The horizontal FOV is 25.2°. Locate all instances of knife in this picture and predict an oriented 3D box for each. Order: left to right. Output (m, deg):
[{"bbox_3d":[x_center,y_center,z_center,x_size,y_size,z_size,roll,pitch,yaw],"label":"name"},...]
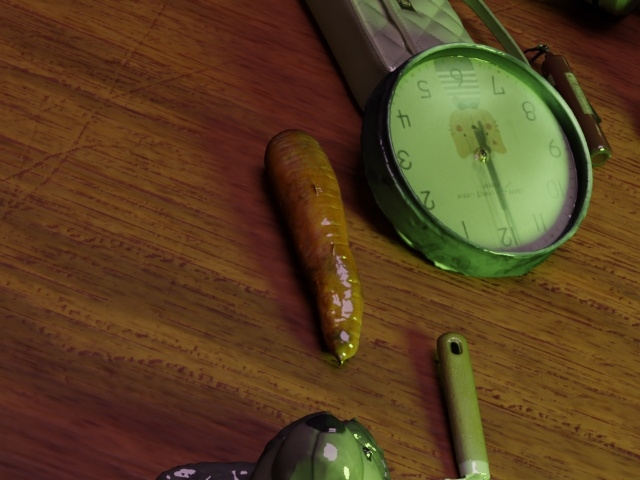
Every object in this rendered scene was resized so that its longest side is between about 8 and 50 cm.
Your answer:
[{"bbox_3d":[0.112,0.191,1.094,0.047,0.017,0.298,7,48,-16],"label":"knife"}]

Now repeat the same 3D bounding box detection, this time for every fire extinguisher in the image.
[{"bbox_3d":[0.267,-0.147,1.500,0.049,0.035,0.173,-1,51,-22],"label":"fire extinguisher"}]

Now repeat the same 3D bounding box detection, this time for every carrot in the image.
[{"bbox_3d":[0.000,0.000,1.211,0.059,0.059,0.248,2,49,-23],"label":"carrot"}]

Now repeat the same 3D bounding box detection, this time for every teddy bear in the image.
[{"bbox_3d":[-0.026,0.194,0.936,0.171,0.144,0.251,0,42,-5],"label":"teddy bear"}]

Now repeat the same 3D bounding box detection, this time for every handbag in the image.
[{"bbox_3d":[0.110,-0.216,1.467,0.219,0.079,0.256,-1,49,-31],"label":"handbag"}]

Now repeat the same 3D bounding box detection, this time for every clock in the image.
[{"bbox_3d":[0.145,-0.077,1.306,0.226,0.049,0.226,11,62,-21],"label":"clock"}]

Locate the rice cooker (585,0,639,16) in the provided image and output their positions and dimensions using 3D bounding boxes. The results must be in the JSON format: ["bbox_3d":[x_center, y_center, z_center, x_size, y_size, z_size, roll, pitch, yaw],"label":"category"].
[{"bbox_3d":[0.333,-0.387,1.636,0.244,0.226,0.226,37,43,14],"label":"rice cooker"}]
